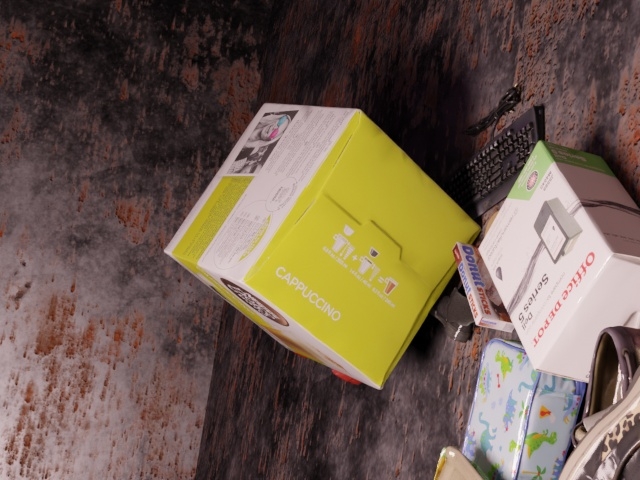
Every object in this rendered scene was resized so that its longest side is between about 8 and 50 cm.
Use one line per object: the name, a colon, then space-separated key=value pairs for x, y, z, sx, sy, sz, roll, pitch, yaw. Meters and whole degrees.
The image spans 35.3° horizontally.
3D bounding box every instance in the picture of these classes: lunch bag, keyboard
lunch bag: x=0.275 y=0.250 z=1.397 sx=0.176 sy=0.090 sz=0.219 roll=-167 pitch=89 yaw=-71
keyboard: x=0.286 y=-0.146 z=1.734 sx=0.317 sy=0.033 sz=0.202 roll=138 pitch=142 yaw=-58

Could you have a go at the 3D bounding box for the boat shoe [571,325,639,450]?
boat shoe: x=0.346 y=0.240 z=1.197 sx=0.103 sy=0.092 sz=0.285 roll=179 pitch=104 yaw=-71

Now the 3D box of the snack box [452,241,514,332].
snack box: x=0.260 y=0.072 z=1.603 sx=0.178 sy=0.064 sz=0.022 roll=-100 pitch=28 yaw=-49

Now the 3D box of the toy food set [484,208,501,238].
toy food set: x=0.293 y=-0.010 z=1.635 sx=0.083 sy=0.020 sz=0.083 roll=-96 pitch=27 yaw=-44

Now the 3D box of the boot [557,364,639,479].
boot: x=0.346 y=0.252 z=0.872 sx=0.378 sy=0.138 sz=0.284 roll=-64 pitch=18 yaw=20

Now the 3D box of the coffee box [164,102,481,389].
coffee box: x=0.000 y=0.000 z=1.740 sx=0.338 sy=0.337 sz=0.334 roll=-56 pitch=30 yaw=-11

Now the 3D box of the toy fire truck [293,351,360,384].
toy fire truck: x=0.067 y=0.124 z=2.010 sx=0.254 sy=0.169 sz=0.302 roll=-49 pitch=29 yaw=18

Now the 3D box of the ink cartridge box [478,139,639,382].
ink cartridge box: x=0.335 y=0.025 z=1.342 sx=0.273 sy=0.114 sz=0.198 roll=-104 pitch=33 yaw=-54

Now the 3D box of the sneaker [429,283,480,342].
sneaker: x=0.232 y=0.108 z=1.688 sx=0.089 sy=0.051 sz=0.170 roll=-69 pitch=25 yaw=19

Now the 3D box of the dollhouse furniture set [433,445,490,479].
dollhouse furniture set: x=0.240 y=0.429 z=1.285 sx=0.198 sy=0.151 sz=0.301 roll=-67 pitch=21 yaw=11

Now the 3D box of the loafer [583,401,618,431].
loafer: x=0.339 y=0.218 z=1.094 sx=0.111 sy=0.112 sz=0.319 roll=37 pitch=92 yaw=34
